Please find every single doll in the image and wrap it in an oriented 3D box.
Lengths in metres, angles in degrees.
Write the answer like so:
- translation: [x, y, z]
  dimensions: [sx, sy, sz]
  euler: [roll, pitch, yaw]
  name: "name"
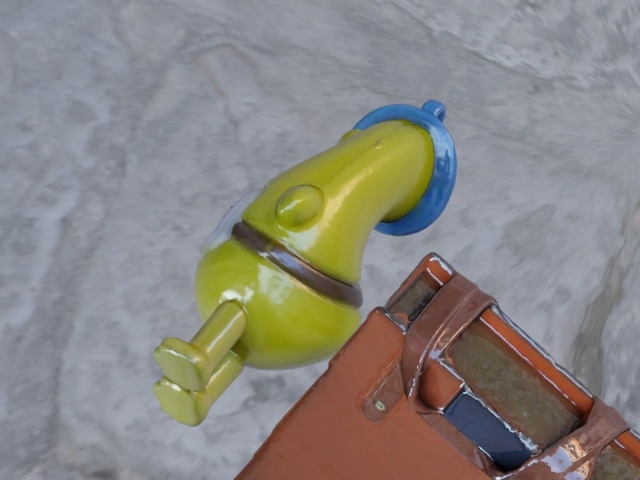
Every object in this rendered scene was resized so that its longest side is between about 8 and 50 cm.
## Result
- translation: [0.000, 0.000, 1.439]
  dimensions: [0.145, 0.199, 0.363]
  euler: [34, 60, 14]
  name: "doll"

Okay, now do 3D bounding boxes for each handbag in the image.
- translation: [0.042, 0.105, 0.731]
  dimensions: [0.127, 0.063, 0.190]
  euler: [42, 137, 6]
  name: "handbag"
